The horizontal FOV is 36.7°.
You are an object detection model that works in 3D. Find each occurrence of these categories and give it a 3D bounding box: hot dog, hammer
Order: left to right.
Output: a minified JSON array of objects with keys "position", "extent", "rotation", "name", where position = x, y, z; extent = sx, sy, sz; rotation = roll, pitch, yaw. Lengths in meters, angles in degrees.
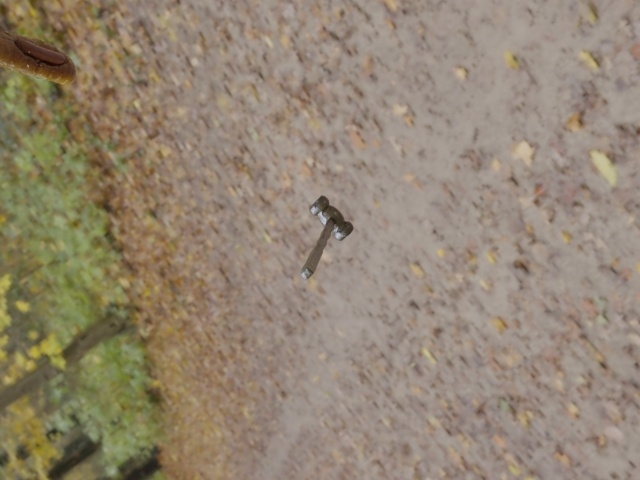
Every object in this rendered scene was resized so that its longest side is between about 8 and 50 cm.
[{"position":[-0.462,-0.296,1.529],"extent":[0.215,0.047,0.066],"rotation":[11,-122,-64],"name":"hot dog"},{"position":[0.000,0.000,1.062],"extent":[0.058,0.029,0.292],"rotation":[44,-167,-4],"name":"hammer"}]
